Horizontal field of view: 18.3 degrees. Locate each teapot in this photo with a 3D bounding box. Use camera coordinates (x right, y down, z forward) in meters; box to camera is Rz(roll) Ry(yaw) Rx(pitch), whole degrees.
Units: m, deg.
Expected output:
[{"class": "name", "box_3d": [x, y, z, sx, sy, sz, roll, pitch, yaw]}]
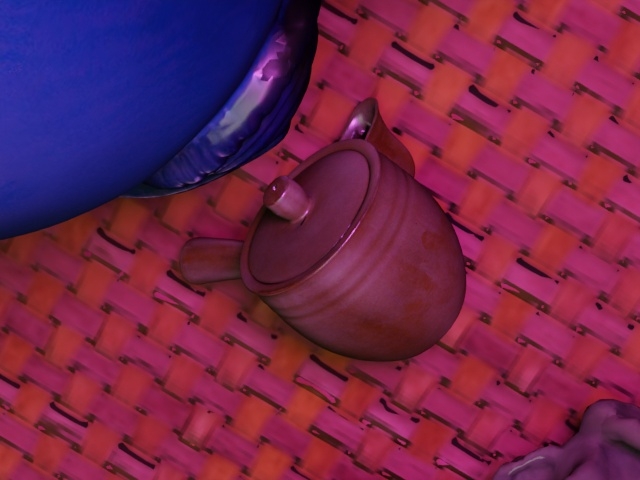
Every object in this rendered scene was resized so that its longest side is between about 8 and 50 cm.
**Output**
[{"class": "teapot", "box_3d": [0.000, 0.000, 0.709, 0.080, 0.085, 0.110, 40, 148, -28]}]

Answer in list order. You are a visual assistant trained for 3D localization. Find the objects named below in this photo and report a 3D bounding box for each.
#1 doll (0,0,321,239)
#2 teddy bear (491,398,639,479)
[{"class": "doll", "box_3d": [-0.082, -0.130, 0.568, 0.310, 0.240, 0.284, -21, 134, 27]}, {"class": "teddy bear", "box_3d": [0.190, 0.180, 0.631, 0.367, 0.224, 0.357, -44, 65, 10]}]
